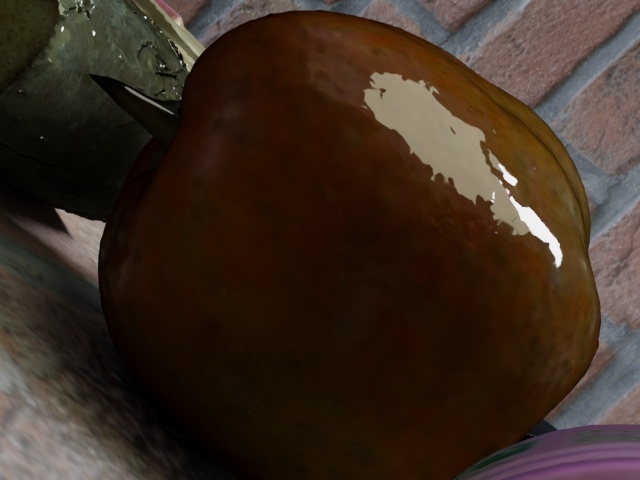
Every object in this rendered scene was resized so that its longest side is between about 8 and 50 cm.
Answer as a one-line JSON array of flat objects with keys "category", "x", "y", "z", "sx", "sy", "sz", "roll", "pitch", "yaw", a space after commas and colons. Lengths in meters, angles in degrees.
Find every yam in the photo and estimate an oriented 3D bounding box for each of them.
[{"category": "yam", "x": -0.168, "y": -0.100, "z": 0.847, "sx": 0.154, "sy": 0.154, "sz": 0.254, "roll": 48, "pitch": 2, "yaw": 20}]

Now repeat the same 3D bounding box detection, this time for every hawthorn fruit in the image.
[{"category": "hawthorn fruit", "x": 0.000, "y": 0.000, "z": 0.764, "sx": 0.301, "sy": 0.268, "sz": 0.268, "roll": 37, "pitch": 7, "yaw": -22}]

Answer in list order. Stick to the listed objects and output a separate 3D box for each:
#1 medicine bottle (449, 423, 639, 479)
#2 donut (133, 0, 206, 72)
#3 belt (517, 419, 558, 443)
[{"category": "medicine bottle", "x": 0.101, "y": 0.167, "z": 0.453, "sx": 0.212, "sy": 0.212, "sz": 0.325, "roll": 47, "pitch": 3, "yaw": 12}, {"category": "donut", "x": -0.126, "y": -0.096, "z": 1.236, "sx": 0.371, "sy": 0.150, "sz": 0.307, "roll": 46, "pitch": 4, "yaw": -3}, {"category": "belt", "x": 0.133, "y": 0.200, "z": 0.964, "sx": 0.198, "sy": 0.151, "sz": 0.078, "roll": 48, "pitch": 2, "yaw": -16}]
